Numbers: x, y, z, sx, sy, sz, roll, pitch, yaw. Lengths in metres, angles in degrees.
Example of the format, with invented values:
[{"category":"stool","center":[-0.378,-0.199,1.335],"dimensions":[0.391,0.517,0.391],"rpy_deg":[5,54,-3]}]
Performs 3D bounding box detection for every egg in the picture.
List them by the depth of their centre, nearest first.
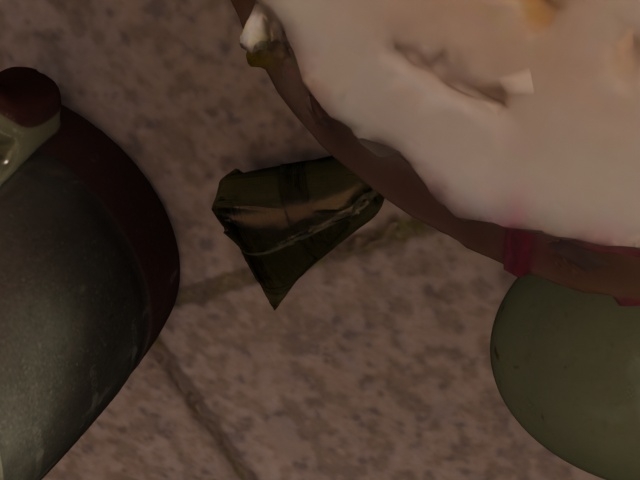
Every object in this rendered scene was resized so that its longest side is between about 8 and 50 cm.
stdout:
[{"category":"egg","center":[0.182,0.055,0.546],"dimensions":[0.192,0.149,0.149],"rpy_deg":[-5,120,34]}]

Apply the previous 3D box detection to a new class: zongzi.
[{"category":"zongzi","center":[0.000,0.000,0.649],"dimensions":[0.104,0.052,0.113],"rpy_deg":[-6,133,18]}]

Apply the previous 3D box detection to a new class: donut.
[{"category":"donut","center":[0.127,-0.165,0.363],"dimensions":[0.383,0.142,0.382],"rpy_deg":[3,96,27]}]

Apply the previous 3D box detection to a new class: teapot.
[{"category":"teapot","center":[-0.236,0.044,0.601],"dimensions":[0.233,0.312,0.315],"rpy_deg":[22,127,4]}]
